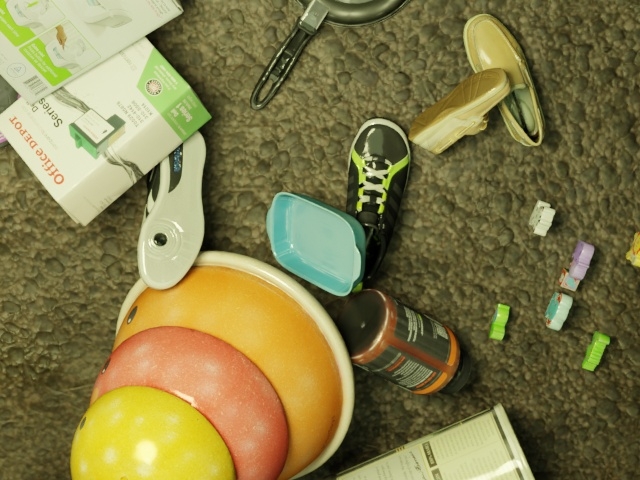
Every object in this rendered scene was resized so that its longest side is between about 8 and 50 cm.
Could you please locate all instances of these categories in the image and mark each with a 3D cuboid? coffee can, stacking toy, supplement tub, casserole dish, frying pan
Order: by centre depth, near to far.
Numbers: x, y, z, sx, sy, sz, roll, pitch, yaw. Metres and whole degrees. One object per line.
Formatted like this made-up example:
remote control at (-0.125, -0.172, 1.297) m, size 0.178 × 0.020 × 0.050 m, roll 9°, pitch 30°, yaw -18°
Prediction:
stacking toy at (-0.189, 0.251, 1.689) m, size 0.350 × 0.480 × 0.351 m, roll 9°, pitch 116°, yaw 19°
frying pan at (-0.010, -0.334, 1.780) m, size 0.326 × 0.053 × 0.197 m, roll -35°, pitch 105°, yaw 5°
casserole dish at (0.000, 0.000, 1.835) m, size 0.037 × 0.188 × 0.114 m, roll -17°, pitch 120°, yaw -38°
supplement tub at (0.118, 0.147, 1.879) m, size 0.198 × 0.106 × 0.106 m, roll 30°, pitch 105°, yaw -37°
stacking toy at (0.346, 0.065, 1.914) m, size 0.166 × 0.052 × 0.221 m, roll 18°, pitch 106°, yaw -7°
coffee can at (0.167, 0.371, 1.922) m, size 0.275 × 0.201 × 0.202 m, roll -24°, pitch 107°, yaw 5°

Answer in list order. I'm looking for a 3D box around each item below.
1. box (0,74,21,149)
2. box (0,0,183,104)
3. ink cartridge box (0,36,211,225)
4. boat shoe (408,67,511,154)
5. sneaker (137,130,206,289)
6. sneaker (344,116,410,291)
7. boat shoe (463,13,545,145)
box at (-0.411, -0.211, 1.806) m, size 0.116 × 0.029 × 0.162 m, roll -23°, pitch 106°, yaw 4°
box at (-0.330, -0.325, 1.630) m, size 0.231 × 0.127 × 0.262 m, roll -31°, pitch 140°, yaw 8°
ink cartridge box at (-0.276, -0.152, 1.741) m, size 0.219 × 0.092 × 0.160 m, roll -41°, pitch 66°, yaw -3°
boat shoe at (0.192, -0.167, 1.811) m, size 0.059 × 0.063 × 0.170 m, roll 37°, pitch 136°, yaw -23°
sneaker at (-0.195, -0.033, 1.808) m, size 0.079 × 0.121 × 0.217 m, roll 13°, pitch 77°, yaw -12°
sneaker at (0.074, -0.045, 1.843) m, size 0.084 × 0.097 × 0.235 m, roll 6°, pitch 107°, yaw -5°
boat shoe at (0.250, -0.210, 1.813) m, size 0.068 × 0.072 × 0.190 m, roll -30°, pitch 106°, yaw 6°
